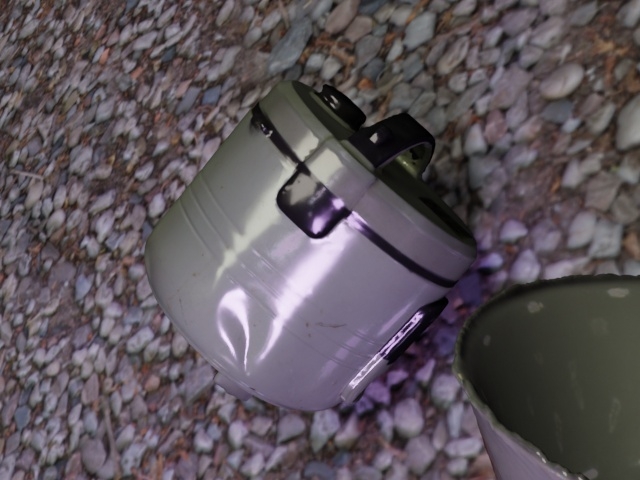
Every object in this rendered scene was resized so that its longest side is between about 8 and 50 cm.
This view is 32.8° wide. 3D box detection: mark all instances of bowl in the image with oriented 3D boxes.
[{"bbox_3d":[0.225,0.141,0.538,0.337,0.337,0.157,24,115,49],"label":"bowl"}]

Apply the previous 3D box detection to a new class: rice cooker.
[{"bbox_3d":[0.000,0.000,0.870,0.244,0.226,0.226,-51,41,11],"label":"rice cooker"}]
